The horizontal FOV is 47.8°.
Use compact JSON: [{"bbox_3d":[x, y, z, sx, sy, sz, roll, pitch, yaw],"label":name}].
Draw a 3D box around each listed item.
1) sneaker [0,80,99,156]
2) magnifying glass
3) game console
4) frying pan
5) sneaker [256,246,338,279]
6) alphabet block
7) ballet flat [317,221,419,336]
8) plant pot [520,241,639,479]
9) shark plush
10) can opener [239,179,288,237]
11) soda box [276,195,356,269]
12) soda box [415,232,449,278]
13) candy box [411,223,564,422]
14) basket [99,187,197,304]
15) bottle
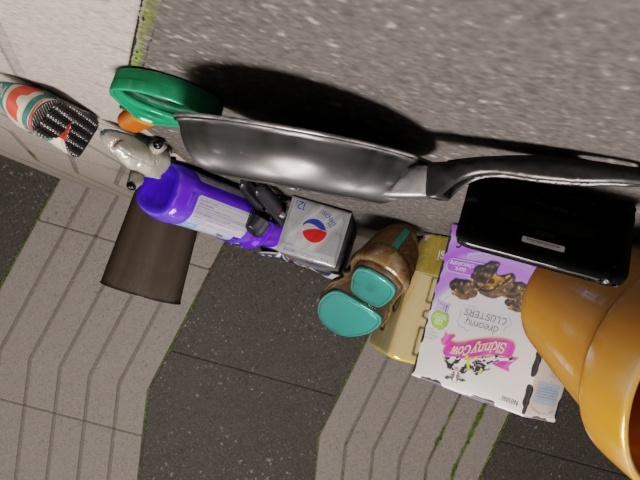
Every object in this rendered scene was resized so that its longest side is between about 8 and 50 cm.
[{"bbox_3d":[-0.313,-0.144,0.825,0.075,0.057,0.161,33,179,4],"label":"sneaker"},{"bbox_3d":[-0.153,-0.120,0.659,0.092,0.026,0.231,17,174,-24],"label":"magnifying glass"},{"bbox_3d":[0.169,-0.009,0.558,0.122,0.107,0.071,15,148,10],"label":"game console"},{"bbox_3d":[0.048,-0.051,0.541,0.326,0.053,0.197,11,-177,6],"label":"frying pan"},{"bbox_3d":[-0.041,0.010,1.480,0.153,0.099,0.282,15,180,-15],"label":"sneaker"},{"bbox_3d":[0.211,0.116,1.210,0.194,0.197,0.192,17,176,-3],"label":"alphabet block"},{"bbox_3d":[0.082,0.059,1.146,0.116,0.124,0.342,33,157,5],"label":"ballet flat"},{"bbox_3d":[0.284,0.085,0.636,0.205,0.205,0.188,18,-169,-25],"label":"plant pot"},{"bbox_3d":[-0.226,-0.121,0.948,0.067,0.073,0.161,35,-161,5],"label":"shark plush"},{"bbox_3d":[-0.081,-0.052,1.082,0.059,0.073,0.186,17,166,7],"label":"can opener"},{"bbox_3d":[0.000,0.000,1.213,0.098,0.091,0.286,16,176,5],"label":"soda box"},{"bbox_3d":[0.222,0.036,1.017,0.058,0.061,0.181,19,176,-40],"label":"soda box"},{"bbox_3d":[0.211,0.091,0.845,0.070,0.196,0.165,20,175,-41],"label":"candy box"},{"bbox_3d":[-0.306,-0.009,1.363,0.154,0.226,0.204,17,177,-11],"label":"basket"},{"bbox_3d":[-0.158,-0.047,1.185,0.118,0.092,0.283,20,179,41],"label":"bottle"}]
